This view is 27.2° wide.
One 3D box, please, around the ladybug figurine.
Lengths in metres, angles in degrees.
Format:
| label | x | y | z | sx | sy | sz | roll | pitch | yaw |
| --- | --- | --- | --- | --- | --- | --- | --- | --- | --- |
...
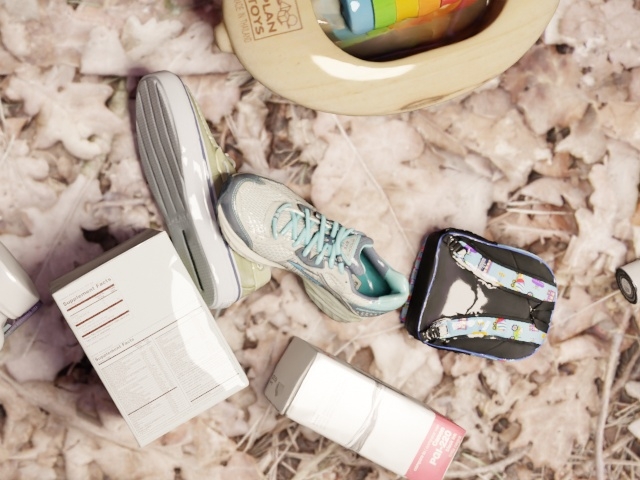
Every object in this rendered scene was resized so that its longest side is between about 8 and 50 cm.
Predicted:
| label | x | y | z | sx | sy | sz | roll | pitch | yaw |
| --- | --- | --- | --- | --- | --- | --- | --- | --- | --- |
| ladybug figurine | 0.079 | -0.309 | 1.638 | 0.449 | 0.162 | 0.305 | -15 | 94 | -11 |

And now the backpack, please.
| label | x | y | z | sx | sy | sz | roll | pitch | yaw |
| --- | --- | --- | --- | --- | --- | --- | --- | --- | --- |
| backpack | 0.208 | 0.074 | 1.703 | 0.173 | 0.117 | 0.158 | 14 | 89 | -12 |

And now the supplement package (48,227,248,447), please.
| label | x | y | z | sx | sy | sz | roll | pitch | yaw |
| --- | --- | --- | --- | --- | --- | --- | --- | --- | --- |
| supplement package | -0.208 | 0.108 | 1.576 | 0.149 | 0.194 | 0.203 | -30 | 98 | -10 |

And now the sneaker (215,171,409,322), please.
| label | x | y | z | sx | sy | sz | roll | pitch | yaw |
| --- | --- | --- | --- | --- | --- | --- | --- | --- | --- |
| sneaker | 0.000 | 0.000 | 1.618 | 0.283 | 0.122 | 0.110 | 35 | 65 | -31 |

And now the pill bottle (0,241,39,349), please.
| label | x | y | z | sx | sy | sz | roll | pitch | yaw |
| --- | --- | --- | --- | --- | --- | --- | --- | --- | --- |
| pill bottle | -0.466 | 0.109 | 1.533 | 0.272 | 0.152 | 0.152 | -38 | 99 | -3 |

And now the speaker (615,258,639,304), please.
| label | x | y | z | sx | sy | sz | roll | pitch | yaw |
| --- | --- | --- | --- | --- | --- | --- | --- | --- | --- |
| speaker | 0.472 | 0.036 | 1.789 | 0.136 | 0.055 | 0.055 | -23 | 97 | -10 |

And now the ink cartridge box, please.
| label | x | y | z | sx | sy | sz | roll | pitch | yaw |
| --- | --- | --- | --- | --- | --- | --- | --- | --- | --- |
| ink cartridge box | 0.052 | 0.213 | 1.654 | 0.218 | 0.158 | 0.092 | 27 | 88 | -12 |

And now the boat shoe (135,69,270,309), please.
| label | x | y | z | sx | sy | sz | roll | pitch | yaw |
| --- | --- | --- | --- | --- | --- | --- | --- | --- | --- |
| boat shoe | -0.147 | -0.067 | 1.643 | 0.094 | 0.109 | 0.302 | -21 | 101 | -35 |

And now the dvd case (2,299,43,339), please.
| label | x | y | z | sx | sy | sz | roll | pitch | yaw |
| --- | --- | --- | --- | --- | --- | --- | --- | --- | --- |
| dvd case | -0.412 | 0.064 | 1.624 | 0.087 | 0.013 | 0.119 | -42 | 100 | -8 |
